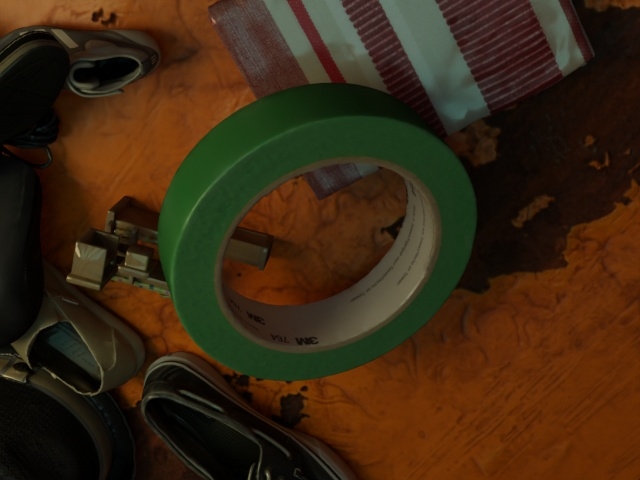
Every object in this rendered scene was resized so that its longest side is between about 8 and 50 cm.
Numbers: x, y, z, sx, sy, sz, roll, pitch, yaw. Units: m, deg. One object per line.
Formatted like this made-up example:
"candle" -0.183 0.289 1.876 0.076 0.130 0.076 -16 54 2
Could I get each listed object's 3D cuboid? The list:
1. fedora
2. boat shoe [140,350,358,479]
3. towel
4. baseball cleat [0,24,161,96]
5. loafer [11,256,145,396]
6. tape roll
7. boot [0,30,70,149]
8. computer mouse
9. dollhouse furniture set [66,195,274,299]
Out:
"fedora" -0.406 0.277 1.119 0.334 0.152 0.333 3 111 7
"boat shoe" -0.088 0.275 1.095 0.335 0.119 0.121 37 111 -7
"towel" 0.081 -0.210 0.926 0.329 0.037 0.237 -25 110 15
"baseball cleat" -0.274 -0.187 0.949 0.206 0.109 0.072 -6 115 12
"loafer" -0.333 0.091 1.071 0.269 0.092 0.102 31 111 -5
"tape roll" 0.000 0.000 0.925 0.321 0.077 0.321 -11 127 -15
"boot" -0.364 -0.180 0.927 0.236 0.085 0.178 -37 69 30
"computer mouse" -0.380 -0.015 0.999 0.189 0.072 0.272 -5 88 5
"dollhouse furniture set" -0.163 0.044 0.994 0.182 0.161 0.101 15 112 2
